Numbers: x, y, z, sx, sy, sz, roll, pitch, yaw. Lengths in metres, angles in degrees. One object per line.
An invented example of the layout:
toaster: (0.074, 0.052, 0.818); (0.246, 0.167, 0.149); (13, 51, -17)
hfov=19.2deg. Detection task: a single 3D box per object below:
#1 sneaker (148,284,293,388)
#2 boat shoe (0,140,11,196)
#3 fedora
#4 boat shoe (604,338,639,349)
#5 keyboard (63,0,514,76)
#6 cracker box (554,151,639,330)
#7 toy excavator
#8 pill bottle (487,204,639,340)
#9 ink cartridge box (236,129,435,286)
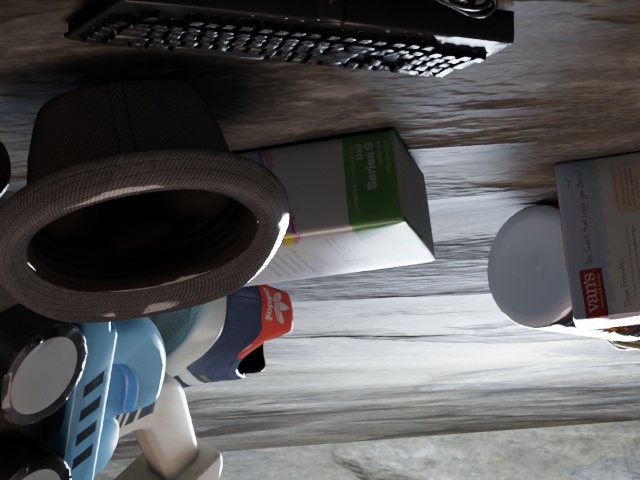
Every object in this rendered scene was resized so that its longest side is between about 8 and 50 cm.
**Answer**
sneaker: (-0.150, 0.126, 2.186); (0.148, 0.131, 0.350); (8, 161, -29)
boat shoe: (-0.374, -0.058, 1.491); (0.257, 0.095, 0.095); (0, -177, -8)
fedora: (-0.152, -0.044, 1.504); (0.243, 0.124, 0.275); (-12, 158, 0)
boat shoe: (0.485, 0.079, 2.263); (0.324, 0.117, 0.096); (-5, -179, 21)
keyboard: (0.000, -0.156, 1.327); (0.317, 0.033, 0.201); (2, 164, -29)
cracker box: (0.347, -0.008, 1.792); (0.232, 0.156, 0.067); (-7, 167, 10)
toy excavator: (-0.245, 0.167, 1.943); (0.222, 0.433, 0.445); (29, -149, 32)
pill bottle: (0.299, 0.039, 2.015); (0.130, 0.130, 0.245); (-17, 162, 40)
ink cartridge box: (-0.016, -0.025, 1.718); (0.212, 0.093, 0.154); (-10, 165, 12)
